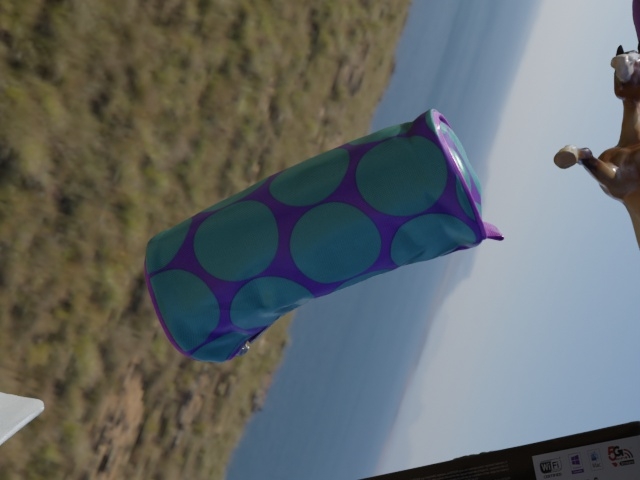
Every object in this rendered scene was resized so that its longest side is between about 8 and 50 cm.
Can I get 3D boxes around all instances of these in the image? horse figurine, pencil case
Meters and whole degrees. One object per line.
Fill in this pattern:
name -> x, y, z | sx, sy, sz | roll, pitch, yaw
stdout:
horse figurine -> 0.228, 0.007, 0.674 | 0.066, 0.263, 0.174 | -34, 178, 27
pencil case -> 0.000, 0.000, 0.499 | 0.070, 0.151, 0.064 | 63, 10, -19

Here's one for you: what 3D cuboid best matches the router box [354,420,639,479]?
router box -> 0.208, 0.193, 0.852 | 0.309, 0.243, 0.081 | -26, -112, 48

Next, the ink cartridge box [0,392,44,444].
ink cartridge box -> -0.210, 0.047, 0.423 | 0.104, 0.181, 0.062 | -42, 134, -54

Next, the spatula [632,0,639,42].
spatula -> 0.359, -0.258, 0.929 | 0.296, 0.030, 0.084 | -38, -129, 53
